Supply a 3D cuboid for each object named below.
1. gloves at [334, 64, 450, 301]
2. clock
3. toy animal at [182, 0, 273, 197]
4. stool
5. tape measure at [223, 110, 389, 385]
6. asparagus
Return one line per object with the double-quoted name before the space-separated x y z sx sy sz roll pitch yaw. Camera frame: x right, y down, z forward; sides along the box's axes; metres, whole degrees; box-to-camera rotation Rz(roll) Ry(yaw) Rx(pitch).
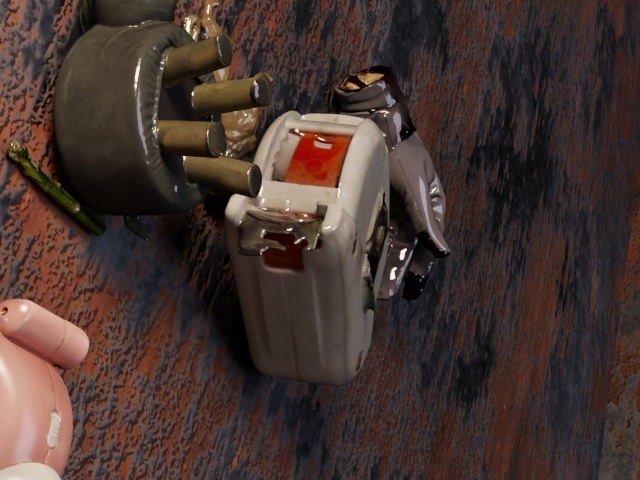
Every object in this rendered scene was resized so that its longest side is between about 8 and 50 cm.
"gloves" 0.088 -0.066 1.435 0.119 0.142 0.286 -10 99 -35
"clock" -0.230 0.125 0.746 0.093 0.166 0.162 41 45 -55
"toy animal" -0.090 -0.150 1.147 0.086 0.069 0.220 -27 110 -51
"stool" -0.131 -0.120 0.979 0.153 0.139 0.228 -54 138 -58
"tape measure" 0.000 0.000 1.190 0.258 0.130 0.265 82 20 -47
"asparagus" -0.209 -0.039 0.956 0.127 0.015 0.018 52 35 -51
